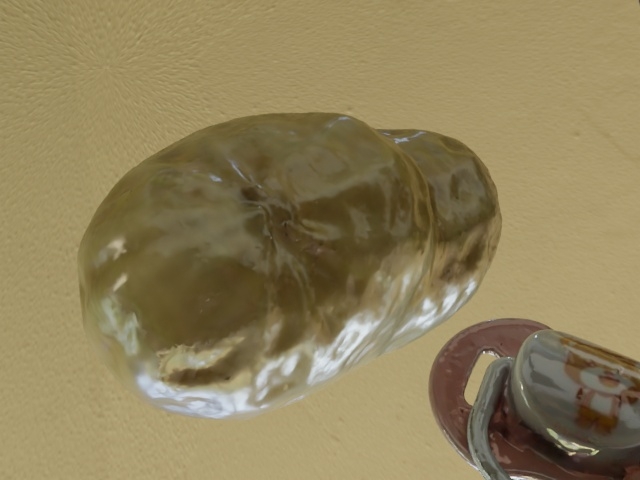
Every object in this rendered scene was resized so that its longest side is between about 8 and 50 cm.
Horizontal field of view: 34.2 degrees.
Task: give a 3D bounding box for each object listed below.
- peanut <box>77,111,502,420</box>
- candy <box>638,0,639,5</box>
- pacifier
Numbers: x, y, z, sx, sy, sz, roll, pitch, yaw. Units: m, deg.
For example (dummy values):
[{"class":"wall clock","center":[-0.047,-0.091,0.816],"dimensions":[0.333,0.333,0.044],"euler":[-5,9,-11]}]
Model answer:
[{"class":"peanut","center":[0.000,0.000,0.689],"dimensions":[0.169,0.387,0.192],"euler":[45,-62,18]},{"class":"candy","center":[0.306,-0.265,0.887],"dimensions":[0.088,0.312,0.061],"euler":[-27,-40,35]},{"class":"pacifier","center":[0.277,0.212,1.163],"dimensions":[0.332,0.273,0.220],"euler":[21,-99,11]}]
